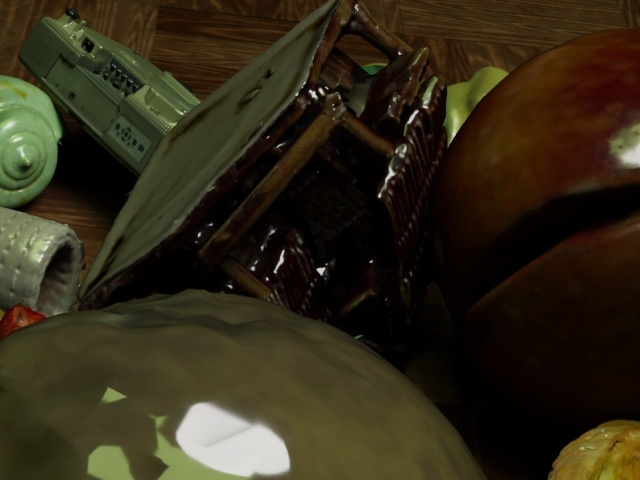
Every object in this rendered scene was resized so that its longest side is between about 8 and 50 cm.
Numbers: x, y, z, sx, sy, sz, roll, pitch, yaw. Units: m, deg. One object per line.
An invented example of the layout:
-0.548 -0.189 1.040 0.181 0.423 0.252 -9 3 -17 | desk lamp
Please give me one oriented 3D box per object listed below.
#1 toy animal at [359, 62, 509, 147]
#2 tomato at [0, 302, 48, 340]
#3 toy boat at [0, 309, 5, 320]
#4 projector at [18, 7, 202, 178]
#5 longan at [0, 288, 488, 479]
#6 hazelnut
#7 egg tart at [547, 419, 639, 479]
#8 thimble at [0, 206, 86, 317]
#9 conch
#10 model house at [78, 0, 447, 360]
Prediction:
0.127 -0.074 1.735 0.338 0.216 0.191 9 57 -13 | toy animal
-0.181 0.153 1.341 0.228 0.101 0.228 32 2 -1 | tomato
-0.367 0.074 1.466 0.226 0.088 0.068 18 27 12 | toy boat
-0.183 -0.134 1.784 0.269 0.088 0.193 42 11 33 | projector
-0.079 0.229 1.030 0.404 0.404 0.436 20 6 18 | longan
0.307 -0.023 1.498 0.429 0.402 0.402 2 31 -21 | hazelnut
0.296 0.259 1.302 0.294 0.123 0.294 10 31 -6 | egg tart
-0.278 0.032 1.530 0.090 0.115 0.102 16 34 14 | thimble
-0.352 -0.118 1.783 0.143 0.137 0.250 -29 21 -10 | conch
0.000 0.000 1.514 0.282 0.297 0.317 42 46 -22 | model house
